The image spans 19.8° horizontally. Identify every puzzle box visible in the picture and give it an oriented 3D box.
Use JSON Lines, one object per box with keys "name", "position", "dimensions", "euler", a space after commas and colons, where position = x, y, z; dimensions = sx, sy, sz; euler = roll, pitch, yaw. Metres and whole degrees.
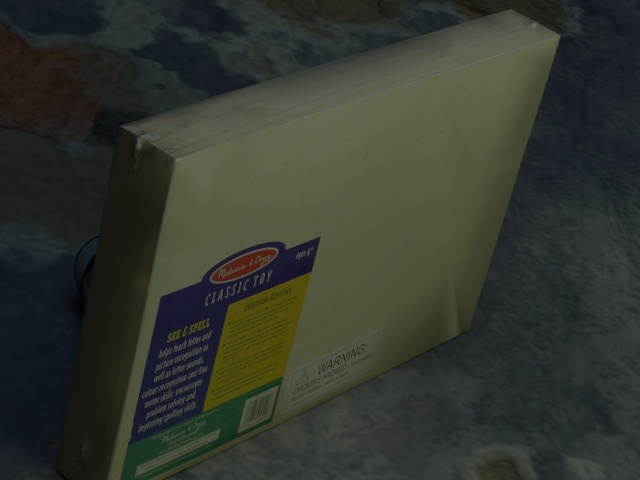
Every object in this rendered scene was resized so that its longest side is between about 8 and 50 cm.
{"name": "puzzle box", "position": [0.000, 0.000, 1.276], "dimensions": [0.052, 0.272, 0.409], "euler": [34, 35, 29]}

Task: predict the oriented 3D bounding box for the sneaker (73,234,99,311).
{"name": "sneaker", "position": [-0.070, 0.027, 1.354], "dimensions": [0.224, 0.083, 0.098], "euler": [-18, 45, 4]}
